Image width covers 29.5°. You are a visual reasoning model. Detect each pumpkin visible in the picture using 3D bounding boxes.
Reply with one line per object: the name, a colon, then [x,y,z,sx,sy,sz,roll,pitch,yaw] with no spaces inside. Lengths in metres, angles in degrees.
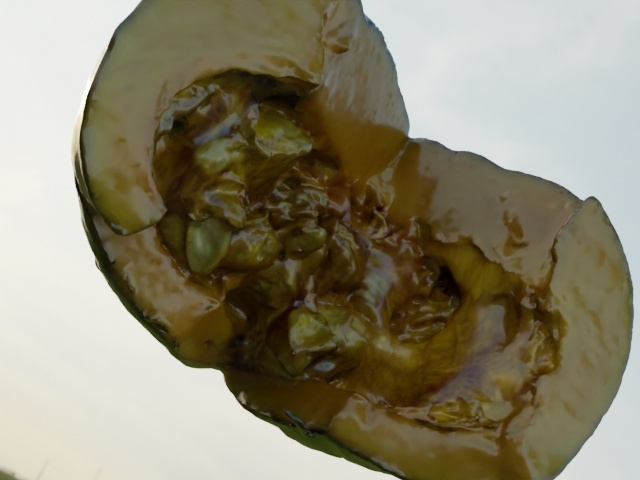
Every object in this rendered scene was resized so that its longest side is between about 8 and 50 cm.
pumpkin: [0.000,0.000,0.393,0.183,0.119,0.108,43,-16,-12]
